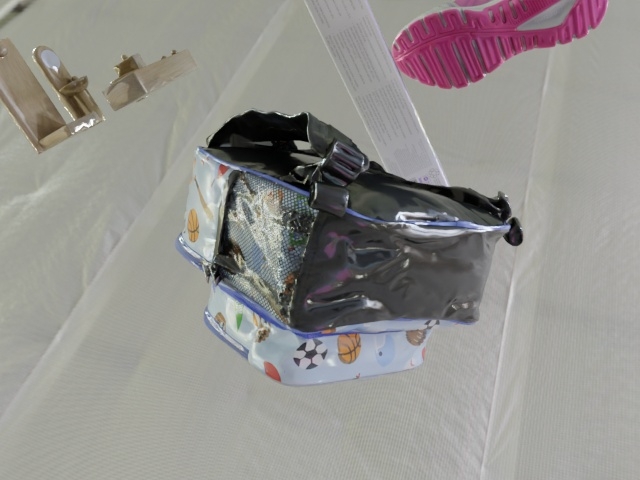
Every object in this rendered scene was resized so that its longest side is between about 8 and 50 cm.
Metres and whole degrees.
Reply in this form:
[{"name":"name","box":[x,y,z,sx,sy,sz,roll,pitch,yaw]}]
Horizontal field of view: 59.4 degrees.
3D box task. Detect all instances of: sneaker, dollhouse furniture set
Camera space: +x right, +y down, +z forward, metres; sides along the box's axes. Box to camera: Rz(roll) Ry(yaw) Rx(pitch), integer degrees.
[{"name":"sneaker","box":[0.215,-0.273,0.708,0.252,0.103,0.111,-12,-146,20]},{"name":"dollhouse furniture set","box":[-0.256,-0.201,0.624,0.151,0.123,0.144,-18,-158,28]}]

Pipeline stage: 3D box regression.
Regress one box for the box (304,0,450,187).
[{"name":"box","box":[0.071,-0.185,0.686,0.067,0.324,0.063,-24,-157,16]}]

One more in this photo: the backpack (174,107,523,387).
[{"name":"backpack","box":[0.000,0.000,0.524,0.277,0.213,0.263,10,-163,-44]}]
